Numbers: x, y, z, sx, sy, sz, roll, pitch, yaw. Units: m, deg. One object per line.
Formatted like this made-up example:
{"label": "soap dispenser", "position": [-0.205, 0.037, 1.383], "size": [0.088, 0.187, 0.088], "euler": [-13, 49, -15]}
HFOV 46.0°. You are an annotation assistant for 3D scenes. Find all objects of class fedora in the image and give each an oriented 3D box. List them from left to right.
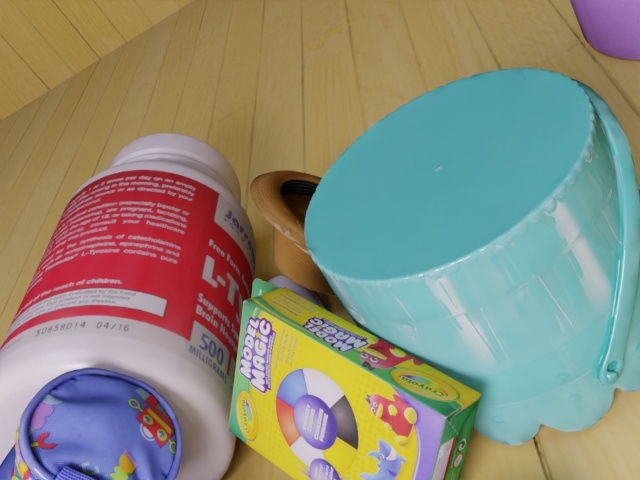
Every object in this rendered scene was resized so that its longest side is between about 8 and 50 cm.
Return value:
{"label": "fedora", "position": [0.000, 0.000, 0.812], "size": [0.079, 0.195, 0.194], "euler": [-63, 23, 25]}

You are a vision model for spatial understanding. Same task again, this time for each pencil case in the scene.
{"label": "pencil case", "position": [-0.225, 0.237, 0.604], "size": [0.306, 0.119, 0.133], "euler": [-53, 15, 30]}

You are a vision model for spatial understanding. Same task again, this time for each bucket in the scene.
{"label": "bucket", "position": [0.135, 0.002, 0.618], "size": [0.281, 0.183, 0.281], "euler": [-25, 34, 18]}

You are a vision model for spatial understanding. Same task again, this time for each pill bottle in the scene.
{"label": "pill bottle", "position": [-0.188, 0.060, 0.809], "size": [0.229, 0.229, 0.407], "euler": [-25, 34, 18]}

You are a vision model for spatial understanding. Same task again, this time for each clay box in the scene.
{"label": "clay box", "position": [0.005, 0.127, 0.580], "size": [0.222, 0.127, 0.053], "euler": [24, 26, 35]}

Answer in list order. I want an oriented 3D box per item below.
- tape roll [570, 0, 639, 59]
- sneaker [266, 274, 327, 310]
{"label": "tape roll", "position": [0.423, -0.326, 0.857], "size": [0.275, 0.090, 0.274], "euler": [-26, 33, 18]}
{"label": "sneaker", "position": [-0.043, 0.088, 0.762], "size": [0.080, 0.094, 0.212], "euler": [-31, 32, 11]}
